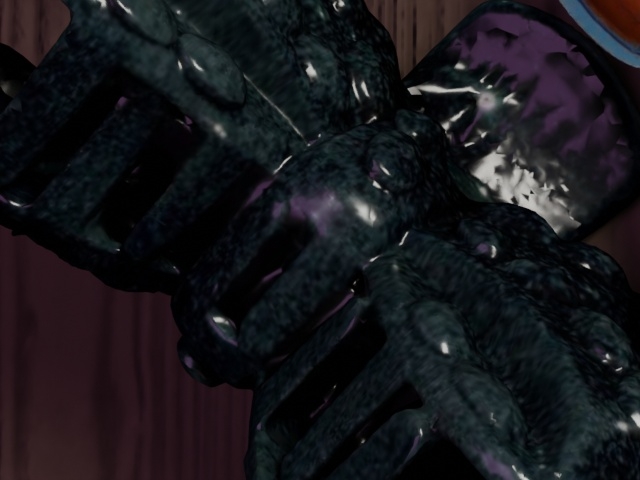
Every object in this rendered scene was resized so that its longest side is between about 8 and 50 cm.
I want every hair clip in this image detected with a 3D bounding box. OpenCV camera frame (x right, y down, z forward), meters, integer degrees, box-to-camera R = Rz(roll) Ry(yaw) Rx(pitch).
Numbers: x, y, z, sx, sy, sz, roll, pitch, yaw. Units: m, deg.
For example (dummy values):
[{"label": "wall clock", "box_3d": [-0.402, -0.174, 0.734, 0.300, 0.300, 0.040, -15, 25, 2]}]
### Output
[{"label": "hair clip", "box_3d": [0.005, 0.002, 0.705, 0.194, 0.206, 0.310, -45, 77, 23]}]

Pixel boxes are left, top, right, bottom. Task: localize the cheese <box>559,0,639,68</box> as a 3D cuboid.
[{"label": "cheese", "box_3d": [0.135, -0.077, 0.691, 0.106, 0.037, 0.256, -19, 54, 12]}]
